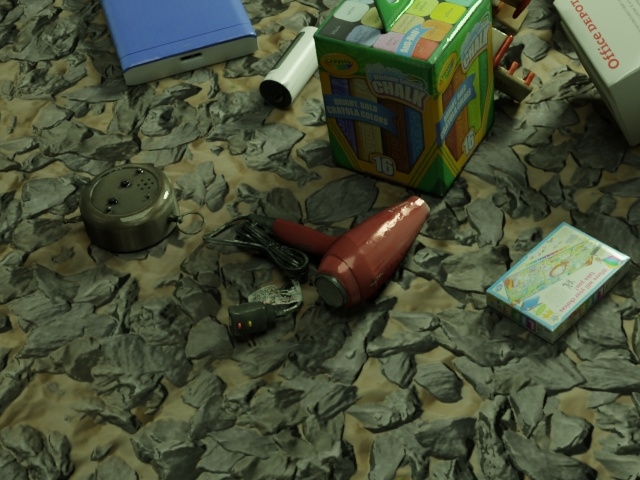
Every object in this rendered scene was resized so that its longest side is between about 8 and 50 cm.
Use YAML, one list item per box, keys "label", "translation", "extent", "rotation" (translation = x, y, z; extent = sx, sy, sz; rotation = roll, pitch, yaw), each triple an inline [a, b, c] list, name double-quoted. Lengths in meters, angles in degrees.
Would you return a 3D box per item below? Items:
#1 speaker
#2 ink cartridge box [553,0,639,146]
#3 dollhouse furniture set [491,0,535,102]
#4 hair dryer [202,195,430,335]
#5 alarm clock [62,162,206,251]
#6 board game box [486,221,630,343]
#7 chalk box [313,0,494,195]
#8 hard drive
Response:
- label: "speaker"
  translation: [-0.037, -0.255, 2.005]
  extent: [0.055, 0.055, 0.136]
  rotation: [15, 50, 22]
- label: "ink cartridge box"
  translation: [0.461, -0.275, 1.803]
  extent: [0.232, 0.168, 0.171]
  rotation: [-29, 55, 10]
- label: "dollhouse furniture set"
  translation: [0.290, -0.342, 1.923]
  extent: [0.135, 0.262, 0.259]
  rotation: [29, 81, -1]
- label: "hair dryer"
  translation: [0.000, 0.000, 1.728]
  extent: [0.293, 0.080, 0.224]
  rotation: [-12, 44, -4]
- label: "alarm clock"
  translation: [-0.240, -0.044, 1.825]
  extent: [0.192, 0.064, 0.129]
  rotation: [16, 50, 19]
- label: "board game box"
  translation: [0.292, 0.050, 1.670]
  extent: [0.154, 0.026, 0.103]
  rotation: [-38, 52, -26]
- label: "chalk box"
  translation: [0.115, -0.238, 1.797]
  extent: [0.179, 0.289, 0.180]
  rotation: [19, 51, 25]
- label: "hard drive"
  translation: [-0.240, -0.378, 2.169]
  extent: [0.210, 0.040, 0.319]
  rotation: [-16, 45, -7]
